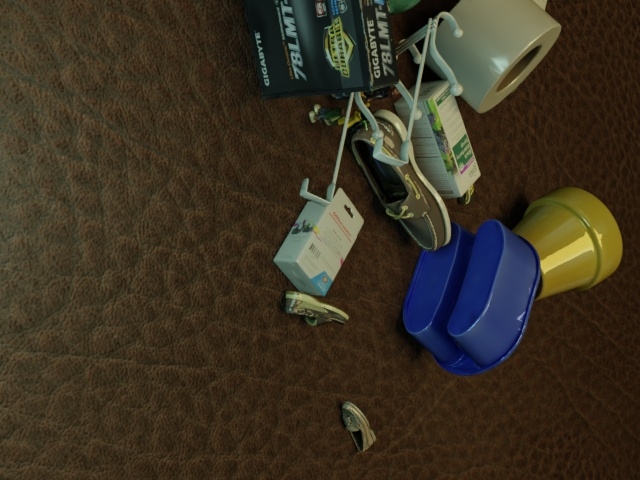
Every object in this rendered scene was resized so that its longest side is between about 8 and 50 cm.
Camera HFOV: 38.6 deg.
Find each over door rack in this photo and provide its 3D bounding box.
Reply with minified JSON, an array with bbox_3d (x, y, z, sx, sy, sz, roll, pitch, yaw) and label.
[{"bbox_3d":[0.115,-0.206,1.542,0.108,0.239,0.324,35,59,-20],"label":"over door rack"}]

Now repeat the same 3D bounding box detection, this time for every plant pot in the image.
[{"bbox_3d":[0.556,0.028,2.216,0.239,0.254,0.254,-27,112,-30],"label":"plant pot"}]

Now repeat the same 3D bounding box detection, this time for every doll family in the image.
[{"bbox_3d":[0.073,-0.261,1.733,0.193,0.111,0.076,-55,129,-33],"label":"doll family"}]

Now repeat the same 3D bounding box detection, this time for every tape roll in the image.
[{"bbox_3d":[0.358,-0.412,1.923,0.169,0.246,0.246,46,46,11],"label":"tape roll"}]

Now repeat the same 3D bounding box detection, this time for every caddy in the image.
[{"bbox_3d":[0.330,0.116,1.947,0.179,0.241,0.341,38,64,-38],"label":"caddy"}]

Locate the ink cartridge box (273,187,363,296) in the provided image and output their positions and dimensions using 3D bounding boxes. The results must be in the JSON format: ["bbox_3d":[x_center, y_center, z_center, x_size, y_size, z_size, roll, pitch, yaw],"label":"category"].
[{"bbox_3d":[0.000,0.000,1.696,0.104,0.062,0.181,53,54,-36],"label":"ink cartridge box"}]

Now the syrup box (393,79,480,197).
[{"bbox_3d":[0.252,-0.214,1.954,0.093,0.096,0.236,-45,122,-37],"label":"syrup box"}]

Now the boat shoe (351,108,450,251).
[{"bbox_3d":[0.160,-0.102,1.842,0.097,0.117,0.324,-45,119,-33],"label":"boat shoe"}]

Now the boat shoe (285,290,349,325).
[{"bbox_3d":[-0.011,0.135,1.700,0.152,0.056,0.049,26,77,-36],"label":"boat shoe"}]

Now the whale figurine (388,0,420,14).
[{"bbox_3d":[0.111,-0.523,1.747,0.272,0.141,0.216,-14,102,-47],"label":"whale figurine"}]

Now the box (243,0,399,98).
[{"bbox_3d":[-0.014,-0.385,1.490,0.073,0.293,0.295,-20,108,-38],"label":"box"}]

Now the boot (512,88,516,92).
[{"bbox_3d":[0.411,-0.437,2.140,0.165,0.077,0.213,-24,118,-46],"label":"boot"}]

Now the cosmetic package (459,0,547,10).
[{"bbox_3d":[0.433,-0.743,2.094,0.230,0.162,0.453,32,68,-45],"label":"cosmetic package"}]

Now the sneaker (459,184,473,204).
[{"bbox_3d":[0.338,-0.121,2.111,0.035,0.031,0.083,22,79,-61],"label":"sneaker"}]

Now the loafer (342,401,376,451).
[{"bbox_3d":[0.072,0.370,1.808,0.039,0.045,0.125,-50,129,-27],"label":"loafer"}]
